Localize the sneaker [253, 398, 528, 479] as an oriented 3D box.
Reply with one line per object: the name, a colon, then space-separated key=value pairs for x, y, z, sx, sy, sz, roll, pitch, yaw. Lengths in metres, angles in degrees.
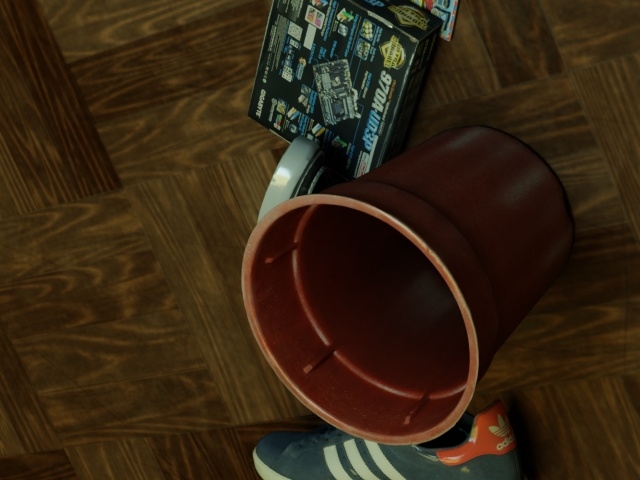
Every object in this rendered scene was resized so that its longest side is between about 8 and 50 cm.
sneaker: x=0.073 y=0.219 z=2.236 sx=0.350 sy=0.131 sz=0.148 roll=3 pitch=110 yaw=31

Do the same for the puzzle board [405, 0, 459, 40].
puzzle board: x=0.101 y=-0.274 z=1.987 sx=0.096 sy=0.011 sz=0.128 roll=27 pitch=129 yaw=23

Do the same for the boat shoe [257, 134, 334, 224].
boat shoe: x=-0.002 y=0.003 z=2.132 sx=0.105 sy=0.113 sz=0.306 roll=24 pitch=145 yaw=14

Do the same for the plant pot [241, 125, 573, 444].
plant pot: x=0.106 y=0.024 z=1.983 sx=0.272 sy=0.265 sz=0.272 roll=19 pitch=125 yaw=29

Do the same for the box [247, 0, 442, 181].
box: x=0.021 y=-0.178 z=2.072 sx=0.175 sy=0.051 sz=0.220 roll=33 pitch=135 yaw=19
